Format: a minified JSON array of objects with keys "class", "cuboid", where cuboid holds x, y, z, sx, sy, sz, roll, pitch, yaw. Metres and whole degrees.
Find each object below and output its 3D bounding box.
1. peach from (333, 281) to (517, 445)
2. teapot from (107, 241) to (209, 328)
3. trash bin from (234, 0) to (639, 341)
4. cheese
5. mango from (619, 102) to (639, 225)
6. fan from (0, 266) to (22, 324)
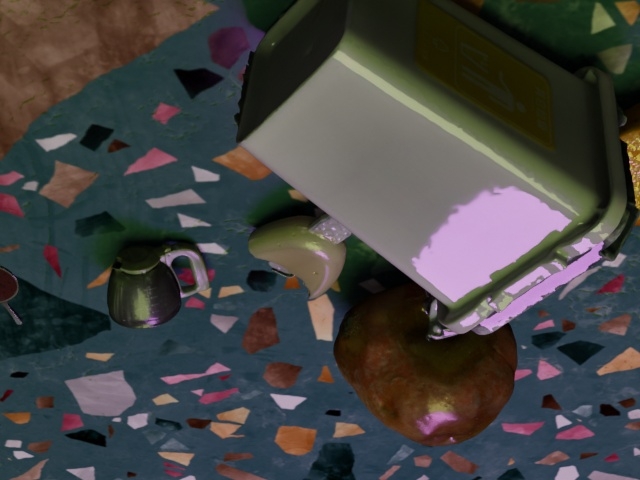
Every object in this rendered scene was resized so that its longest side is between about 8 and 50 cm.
[{"class":"peach","cuboid":[0.128,0.153,1.495,0.235,0.214,0.214,22,135,-15]},{"class":"teapot","cuboid":[-0.213,0.045,1.468,0.092,0.124,0.091,25,133,34]},{"class":"trash bin","cuboid":[0.102,-0.093,1.188,0.367,0.256,0.296,31,133,-24]},{"class":"cheese","cuboid":[0.000,-0.001,1.396,0.127,0.050,0.235,28,149,-18]},{"class":"mango","cuboid":[0.388,-0.107,1.278,0.141,0.102,0.217,38,126,-12]},{"class":"fan","cuboid":[-0.428,0.072,1.536,0.085,0.005,0.133,-14,137,14]}]
